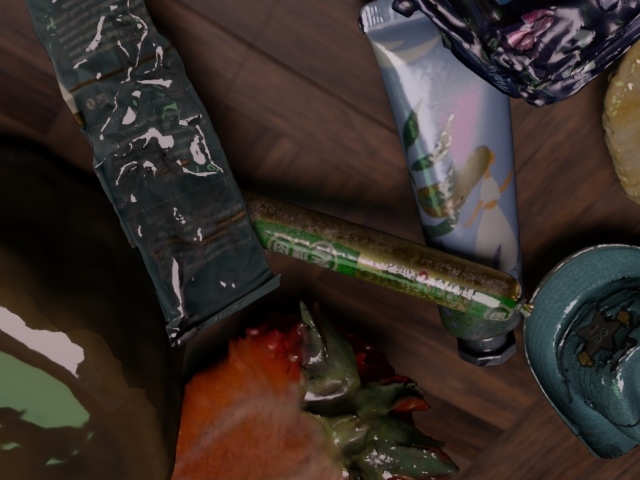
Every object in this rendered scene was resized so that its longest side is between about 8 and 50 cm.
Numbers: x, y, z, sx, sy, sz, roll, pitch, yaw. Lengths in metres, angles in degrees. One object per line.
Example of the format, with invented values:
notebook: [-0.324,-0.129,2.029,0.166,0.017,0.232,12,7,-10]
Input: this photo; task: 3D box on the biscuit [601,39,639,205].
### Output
biscuit: [0.268,-0.093,0.607,0.219,0.033,0.220,-5,130,-6]

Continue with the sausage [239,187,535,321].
sausage: [0.000,-0.001,0.635,0.269,0.033,0.033,18,123,5]

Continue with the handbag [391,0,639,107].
handbag: [0.139,-0.187,0.502,0.260,0.113,0.162,-39,112,24]

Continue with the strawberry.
strawberry: [-0.022,0.155,0.713,0.098,0.174,0.228,-4,147,-50]

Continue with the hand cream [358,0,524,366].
hand cream: [0.085,-0.035,0.645,0.088,0.055,0.256,-15,118,-3]

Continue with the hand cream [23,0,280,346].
hand cream: [-0.100,-0.063,0.576,0.075,0.052,0.248,-25,105,-5]

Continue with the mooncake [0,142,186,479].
mooncake: [-0.226,0.080,0.638,0.290,0.161,0.291,-1,126,-1]

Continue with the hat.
hat: [0.218,0.087,0.693,0.191,0.078,0.138,37,101,-33]
